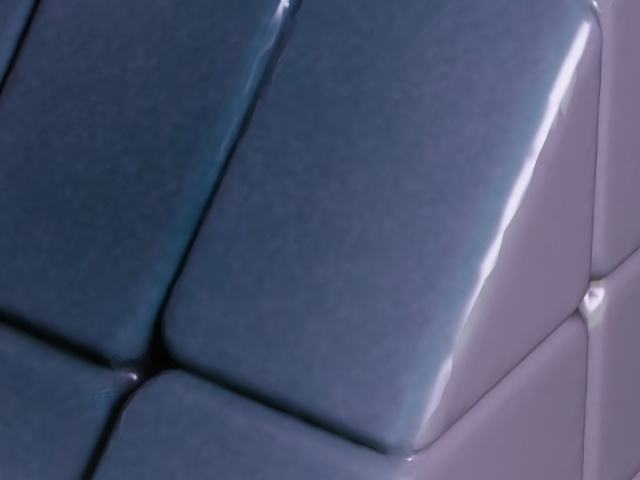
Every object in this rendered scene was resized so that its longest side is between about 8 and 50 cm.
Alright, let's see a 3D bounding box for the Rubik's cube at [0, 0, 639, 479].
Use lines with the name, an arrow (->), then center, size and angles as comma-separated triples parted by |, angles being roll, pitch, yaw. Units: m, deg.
Rubik's cube -> 0.000, 0.000, 0.685 | 0.319, 0.316, 0.322 | 33, 77, -58
